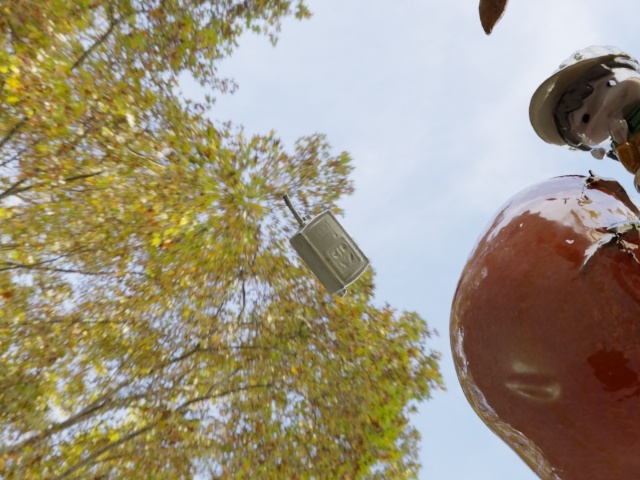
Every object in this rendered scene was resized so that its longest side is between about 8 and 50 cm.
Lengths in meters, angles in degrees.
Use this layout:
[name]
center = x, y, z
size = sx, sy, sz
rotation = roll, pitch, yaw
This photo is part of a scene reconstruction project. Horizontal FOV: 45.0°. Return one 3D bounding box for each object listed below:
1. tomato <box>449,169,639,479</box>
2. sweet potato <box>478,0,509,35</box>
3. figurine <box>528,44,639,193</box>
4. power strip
[tomato]
center = 0.271, 0.111, 0.774
size = 0.341, 0.341, 0.273
rotation = 41, -66, -6
[sweet potato]
center = 0.189, -0.268, 0.831
size = 0.034, 0.034, 0.095
rotation = 13, -82, -6
[figurine]
center = 0.502, -0.180, 1.229
size = 0.332, 0.204, 0.185
rotation = 40, -70, 24
[power strip]
center = 0.000, 0.000, 1.155
size = 0.175, 0.042, 0.075
rotation = 51, -126, -4
